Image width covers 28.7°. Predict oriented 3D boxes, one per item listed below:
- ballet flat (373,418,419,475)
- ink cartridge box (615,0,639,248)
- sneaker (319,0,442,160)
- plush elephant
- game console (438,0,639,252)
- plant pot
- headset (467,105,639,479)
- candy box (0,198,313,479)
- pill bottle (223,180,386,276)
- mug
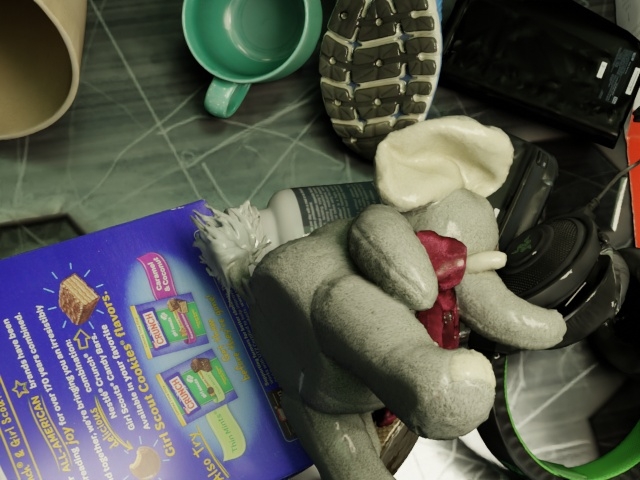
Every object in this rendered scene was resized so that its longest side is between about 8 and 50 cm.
[{"bbox_3d":[0.031,0.217,1.168,0.058,0.084,0.250,28,72,24],"label":"ballet flat"},{"bbox_3d":[0.487,-0.171,1.365,0.308,0.091,0.385,4,71,-10],"label":"ink cartridge box"},{"bbox_3d":[0.086,-0.244,1.283,0.129,0.147,0.330,7,93,23],"label":"sneaker"},{"bbox_3d":[0.078,0.051,1.056,0.255,0.272,0.330,-23,55,-28],"label":"plush elephant"},{"bbox_3d":[0.185,-0.095,1.292,0.213,0.044,0.361,23,78,13],"label":"game console"},{"bbox_3d":[-0.324,-0.281,1.177,0.256,0.256,0.274,13,55,-7],"label":"plant pot"},{"bbox_3d":[0.285,0.050,1.182,0.243,0.185,0.394,17,84,-25],"label":"headset"},{"bbox_3d":[-0.201,0.137,1.084,0.317,0.122,0.268,-17,76,-31],"label":"candy box"},{"bbox_3d":[0.000,0.000,1.206,0.180,0.108,0.108,-5,74,-13],"label":"pill bottle"},{"bbox_3d":[-0.074,-0.216,1.260,0.157,0.097,0.129,-35,89,16],"label":"mug"}]
